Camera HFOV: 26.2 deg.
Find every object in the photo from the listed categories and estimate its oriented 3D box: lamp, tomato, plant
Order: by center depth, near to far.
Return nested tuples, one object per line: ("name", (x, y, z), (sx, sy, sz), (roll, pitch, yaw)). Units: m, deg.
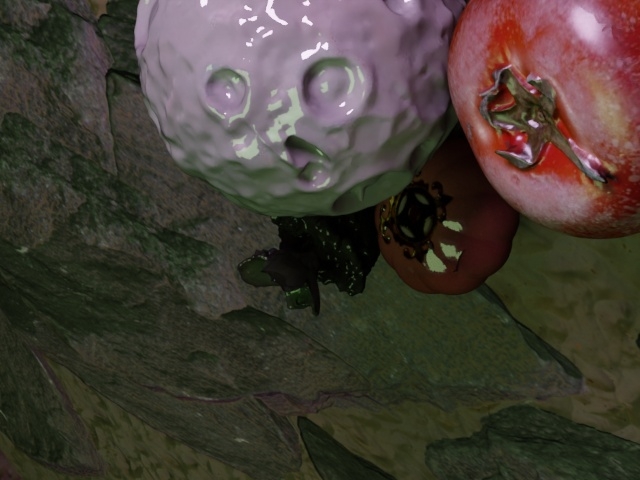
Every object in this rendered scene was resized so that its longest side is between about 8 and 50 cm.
("tomato", (0.253, -0.138, 1.222), (0.270, 0.227, 0.270), (31, 134, 38))
("lamp", (0.147, -0.026, 1.555), (0.182, 0.140, 0.182), (-8, 79, 46))
("plant", (0.000, 0.000, 1.699), (0.142, 0.203, 0.131), (15, 147, 29))

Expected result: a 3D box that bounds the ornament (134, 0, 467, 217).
("ornament", (-0.014, -0.176, 1.355), (0.337, 0.337, 0.337), (29, 146, 21))
